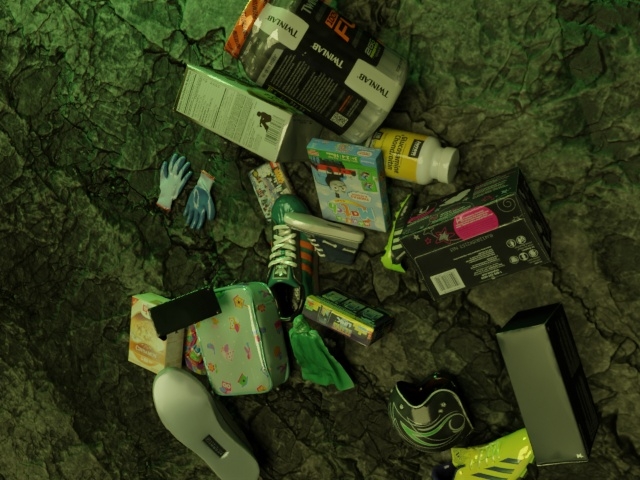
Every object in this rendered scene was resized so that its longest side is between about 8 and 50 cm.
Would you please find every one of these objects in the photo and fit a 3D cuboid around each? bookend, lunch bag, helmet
[{"bbox_3d":[-0.323,0.177,1.625,0.156,0.157,0.072,-21,82,-13],"label":"bookend"},{"bbox_3d":[-0.203,0.238,1.677,0.224,0.108,0.279,-13,89,34],"label":"lunch bag"},{"bbox_3d":[0.230,0.369,1.448,0.162,0.169,0.169,-24,86,10],"label":"helmet"}]

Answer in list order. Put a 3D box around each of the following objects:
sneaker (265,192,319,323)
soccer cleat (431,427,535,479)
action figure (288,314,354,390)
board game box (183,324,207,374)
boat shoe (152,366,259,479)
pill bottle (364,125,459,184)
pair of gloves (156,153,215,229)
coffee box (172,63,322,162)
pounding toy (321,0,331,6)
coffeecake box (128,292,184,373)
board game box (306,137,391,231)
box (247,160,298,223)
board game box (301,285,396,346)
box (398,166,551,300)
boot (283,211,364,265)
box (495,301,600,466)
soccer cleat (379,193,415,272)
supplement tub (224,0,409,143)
[{"bbox_3d":[-0.068,0.046,1.561,0.108,0.121,0.302,-3,101,23],"label":"sneaker"},{"bbox_3d":[0.337,0.463,1.409,0.121,0.093,0.289,38,131,2],"label":"soccer cleat"},{"bbox_3d":[-0.013,0.250,1.542,0.137,0.063,0.232,-1,136,25],"label":"action figure"},{"bbox_3d":[-0.325,0.279,1.787,0.133,0.033,0.168,-14,91,28],"label":"board game box"},{"bbox_3d":[-0.285,0.457,1.723,0.136,0.156,0.367,-41,100,-2],"label":"boat shoe"},{"bbox_3d":[0.191,-0.175,1.419,0.184,0.103,0.103,16,104,24],"label":"pill bottle"},{"bbox_3d":[-0.342,-0.123,1.743,0.198,0.023,0.159,30,112,21],"label":"pair of gloves"},{"bbox_3d":[-0.163,-0.289,1.545,0.297,0.168,0.119,29,109,21],"label":"coffee box"},{"bbox_3d":[-0.005,-0.558,1.482,0.154,0.155,0.269,2,110,-2],"label":"pounding toy"},{"bbox_3d":[-0.438,0.249,1.811,0.142,0.068,0.185,14,104,33],"label":"coffeecake box"},{"bbox_3d":[0.065,-0.118,1.463,0.160,0.039,0.211,13,142,25],"label":"board game box"},{"bbox_3d":[-0.110,-0.120,1.622,0.094,0.027,0.137,-25,86,27],"label":"box"},{"bbox_3d":[0.066,0.167,1.512,0.170,0.141,0.048,24,107,23],"label":"board game box"},{"bbox_3d":[0.309,-0.011,1.343,0.247,0.142,0.163,-23,108,29],"label":"box"},{"bbox_3d":[0.000,0.000,1.523,0.190,0.069,0.086,15,110,-10],"label":"boot"},{"bbox_3d":[0.445,0.272,1.312,0.103,0.184,0.261,-18,89,27],"label":"box"},{"bbox_3d":[0.186,-0.015,1.476,0.072,0.060,0.179,21,113,12],"label":"soccer cleat"},{"bbox_3d":[-0.009,-0.362,1.365,0.338,0.207,0.207,30,113,-12],"label":"supplement tub"}]
